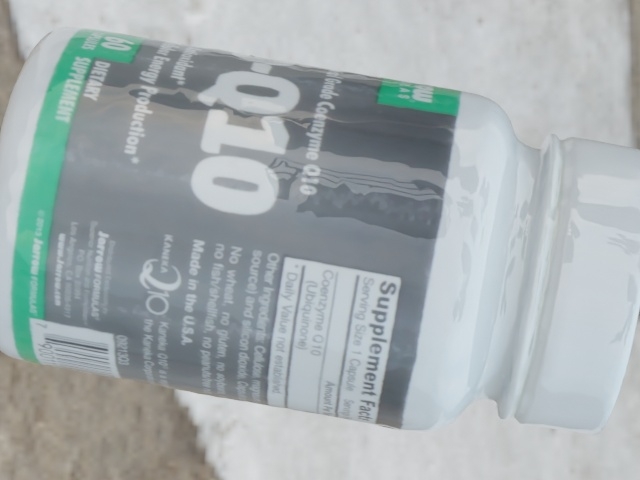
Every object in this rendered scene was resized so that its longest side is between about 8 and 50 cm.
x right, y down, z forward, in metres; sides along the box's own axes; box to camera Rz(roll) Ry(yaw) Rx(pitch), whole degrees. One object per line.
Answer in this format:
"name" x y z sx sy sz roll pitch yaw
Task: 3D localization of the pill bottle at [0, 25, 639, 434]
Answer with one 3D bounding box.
"pill bottle" 0.000 0.000 1.012 0.204 0.361 0.204 10 90 -88
